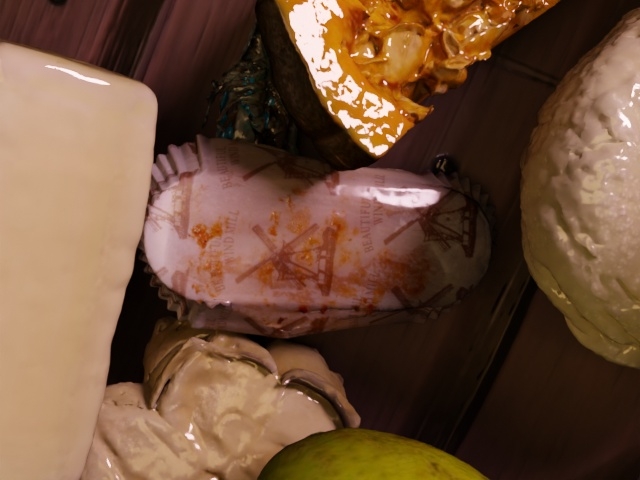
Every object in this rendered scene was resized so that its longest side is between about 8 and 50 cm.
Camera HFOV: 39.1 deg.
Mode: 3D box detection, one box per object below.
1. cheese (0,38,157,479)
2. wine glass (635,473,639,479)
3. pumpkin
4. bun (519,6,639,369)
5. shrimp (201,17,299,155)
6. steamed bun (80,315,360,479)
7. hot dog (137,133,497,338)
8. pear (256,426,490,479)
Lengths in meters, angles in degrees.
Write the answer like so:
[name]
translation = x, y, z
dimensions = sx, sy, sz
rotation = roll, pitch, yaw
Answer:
[cheese]
translation = -0.215, 0.001, 0.607
dimensions = 0.242, 0.123, 0.266
rotation = 25, 103, 52
[wine glass]
translation = 0.368, 0.283, 0.477
dimensions = 0.267, 0.267, 0.406
rotation = -32, 92, 15
[pumpkin]
translation = 0.063, -0.159, 0.567
dimensions = 0.248, 0.126, 0.131
rotation = -38, 98, -13
[bun]
translation = 0.209, -0.027, 0.541
dimensions = 0.220, 0.134, 0.221
rotation = -1, 94, -20
[shrimp]
translation = -0.035, -0.104, 0.647
dimensions = 0.082, 0.076, 0.174
rotation = 15, 96, -28
[steamed bun]
translation = -0.079, 0.143, 0.652
dimensions = 0.192, 0.106, 0.178
rotation = 25, 97, 2
[hot dog]
translation = 0.000, 0.000, 0.602
dimensions = 0.252, 0.069, 0.131
rotation = 3, 100, -9
[pear]
translation = 0.042, 0.266, 0.513
dimensions = 0.342, 0.238, 0.318
rotation = -30, 72, 37
